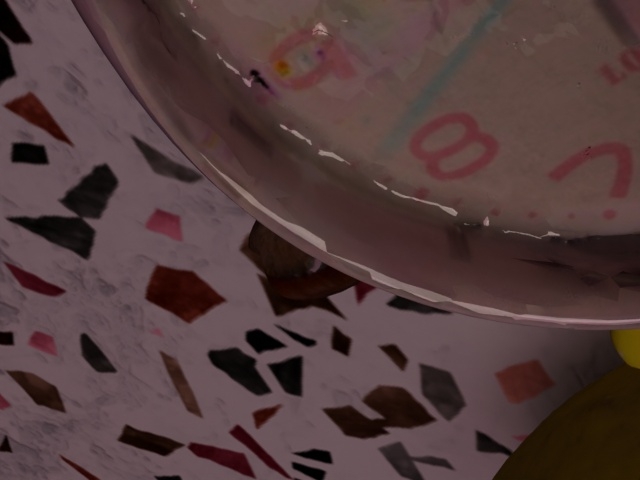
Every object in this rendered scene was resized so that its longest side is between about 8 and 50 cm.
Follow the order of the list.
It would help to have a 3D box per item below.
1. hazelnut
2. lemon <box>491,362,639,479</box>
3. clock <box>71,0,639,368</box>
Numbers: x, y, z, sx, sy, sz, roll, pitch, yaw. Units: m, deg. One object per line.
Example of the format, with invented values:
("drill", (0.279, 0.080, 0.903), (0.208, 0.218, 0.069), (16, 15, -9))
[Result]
("hazelnut", (0.000, 0.000, 0.670), (0.086, 0.086, 0.086), (14, 136, 14))
("lemon", (0.211, 0.193, 0.627), (0.284, 0.260, 0.260), (-22, 119, 38))
("clock", (0.052, -0.177, 0.325), (0.368, 0.250, 0.377), (-31, 120, 33))
